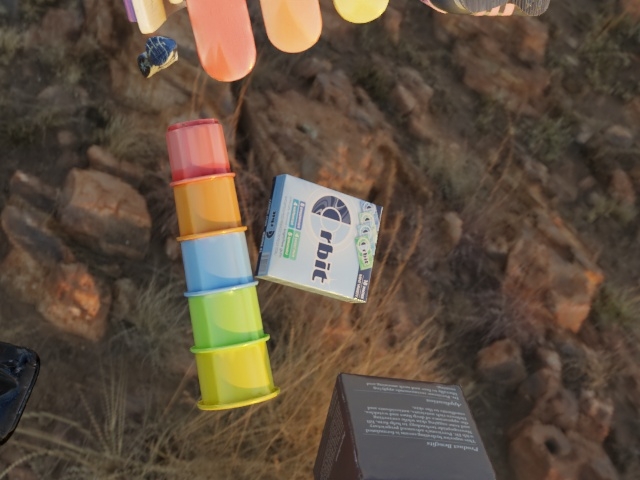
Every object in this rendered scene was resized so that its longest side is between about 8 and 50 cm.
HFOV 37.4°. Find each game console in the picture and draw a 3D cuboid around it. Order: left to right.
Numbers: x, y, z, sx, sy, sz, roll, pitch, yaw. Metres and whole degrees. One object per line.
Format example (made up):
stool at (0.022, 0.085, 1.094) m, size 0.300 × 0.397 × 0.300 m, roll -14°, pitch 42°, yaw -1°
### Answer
game console at (-0.432, 0.161, 1.025) m, size 0.044 × 0.361 × 0.213 m, roll 26°, pitch 73°, yaw -48°

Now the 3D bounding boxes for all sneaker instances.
sneaker at (-0.277, -0.332, 1.665) m, size 0.058 × 0.135 × 0.052 m, roll -29°, pitch 98°, yaw -30°
sneaker at (0.317, -0.482, 1.797) m, size 0.319 × 0.131 × 0.112 m, roll -10°, pitch 106°, yaw -44°

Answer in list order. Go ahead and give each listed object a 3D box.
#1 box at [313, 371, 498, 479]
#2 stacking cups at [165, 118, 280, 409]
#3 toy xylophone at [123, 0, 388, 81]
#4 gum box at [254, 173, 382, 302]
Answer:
box at (0.095, 0.289, 1.138) m, size 0.169 × 0.167 × 0.203 m, roll 8°, pitch 27°, yaw -11°
stacking cups at (-0.122, 0.025, 1.058) m, size 0.096 × 0.096 × 0.316 m, roll -11°, pitch 89°, yaw -30°
toy xylophone at (0.002, -0.259, 0.643) m, size 0.323 × 0.236 × 0.081 m, roll -19°, pitch 28°, yaw 1°
gum box at (0.000, 0.000, 1.440) m, size 0.184 × 0.041 × 0.156 m, roll 18°, pitch 77°, yaw -32°
